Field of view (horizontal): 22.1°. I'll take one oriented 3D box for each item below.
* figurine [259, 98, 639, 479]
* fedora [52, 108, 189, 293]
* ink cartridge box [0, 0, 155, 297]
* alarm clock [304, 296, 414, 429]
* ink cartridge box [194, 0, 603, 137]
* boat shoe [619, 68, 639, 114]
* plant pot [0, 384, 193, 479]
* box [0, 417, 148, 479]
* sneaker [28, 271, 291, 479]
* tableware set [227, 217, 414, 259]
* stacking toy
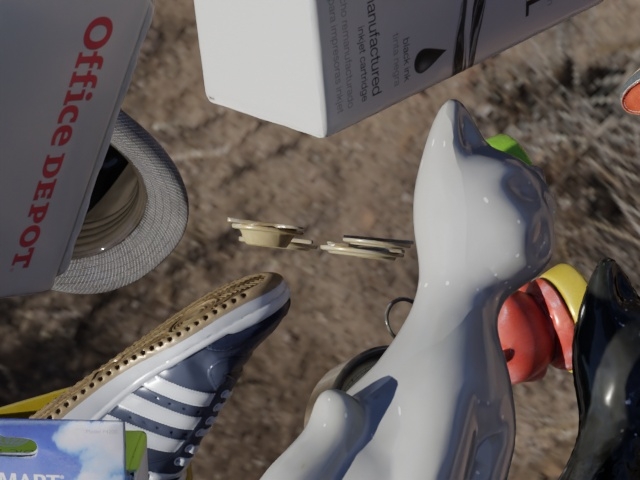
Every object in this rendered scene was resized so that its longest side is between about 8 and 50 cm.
[{"bbox_3d":[0.082,0.074,0.676,0.092,0.215,0.209,-3,57,42],"label":"figurine"},{"bbox_3d":[-0.249,-0.084,1.450,0.244,0.275,0.124,-45,30,39],"label":"fedora"},{"bbox_3d":[-0.269,-0.075,0.871,0.131,0.306,0.226,45,125,32],"label":"ink cartridge box"},{"bbox_3d":[0.055,0.135,1.304,0.064,0.129,0.192,-29,43,59],"label":"alarm clock"},{"bbox_3d":[0.039,-0.155,0.753,0.086,0.203,0.148,22,129,42],"label":"ink cartridge box"},{"bbox_3d":[0.315,-0.133,1.395,0.137,0.049,0.043,-15,24,34],"label":"boat shoe"},{"bbox_3d":[-0.226,0.270,1.660,0.212,0.187,0.212,-16,18,-7],"label":"plant pot"},{"bbox_3d":[-0.123,0.145,0.662,0.109,0.042,0.178,1,109,3],"label":"box"},{"bbox_3d":[-0.113,0.153,1.330,0.282,0.099,0.153,-34,98,8],"label":"sneaker"},{"bbox_3d":[0.000,0.000,1.279,0.141,0.168,0.020,7,89,5],"label":"tableware set"},{"bbox_3d":[0.174,0.046,1.825,0.130,0.309,0.280,-19,82,-15],"label":"stacking toy"}]
